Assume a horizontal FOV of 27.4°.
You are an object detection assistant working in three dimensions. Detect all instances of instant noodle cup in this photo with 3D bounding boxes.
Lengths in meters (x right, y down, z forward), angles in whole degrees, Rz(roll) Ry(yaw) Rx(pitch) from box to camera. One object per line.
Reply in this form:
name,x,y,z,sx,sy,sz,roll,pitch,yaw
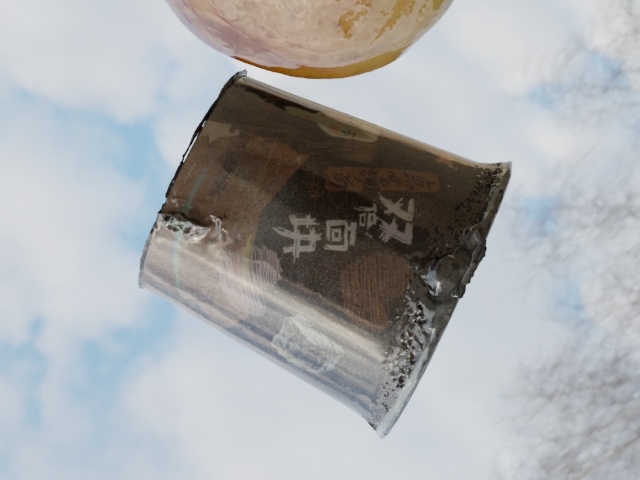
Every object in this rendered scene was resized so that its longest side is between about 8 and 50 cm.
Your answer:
instant noodle cup,0.000,0.000,0.926,0.207,0.217,0.217,26,-140,4

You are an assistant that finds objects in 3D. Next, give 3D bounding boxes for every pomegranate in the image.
pomegranate,-0.002,-0.175,0.647,0.191,0.191,0.191,22,-136,-23
